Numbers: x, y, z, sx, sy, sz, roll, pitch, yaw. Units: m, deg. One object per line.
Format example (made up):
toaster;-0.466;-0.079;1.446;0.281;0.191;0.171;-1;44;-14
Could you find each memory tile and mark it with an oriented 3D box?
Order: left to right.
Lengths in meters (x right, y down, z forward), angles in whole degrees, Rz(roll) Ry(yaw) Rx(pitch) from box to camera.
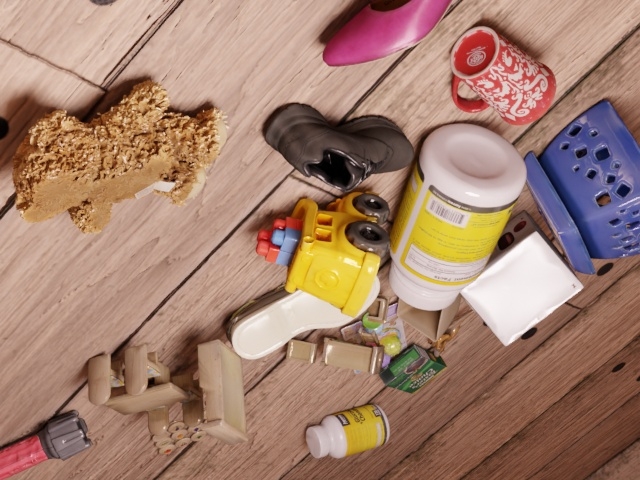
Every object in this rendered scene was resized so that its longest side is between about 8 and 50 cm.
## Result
memory tile;-0.282;0.405;2.143;0.148;0.012;0.113;-22;145;-12

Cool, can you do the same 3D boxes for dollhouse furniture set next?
dollhouse furniture set;-0.266;0.296;1.824;0.242;0.161;0.212;-16;150;16
dollhouse furniture set;0.042;0.178;2.066;0.101;0.181;0.161;18;82;-76

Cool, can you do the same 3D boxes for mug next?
mug;0.281;-0.257;1.642;0.150;0.113;0.169;-46;140;18

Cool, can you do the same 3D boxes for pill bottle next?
pill bottle;0.064;0.455;2.388;0.184;0.103;0.103;-11;141;-28
pill bottle;0.230;-0.031;1.820;0.187;0.188;0.334;-12;142;-25

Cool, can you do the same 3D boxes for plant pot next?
plant pot;0.234;0.123;2.088;0.096;0.109;0.109;-31;141;-36
plant pot;0.529;-0.086;1.946;0.212;0.236;0.236;-29;145;10

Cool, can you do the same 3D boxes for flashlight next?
flashlight;-0.576;0.411;1.851;0.304;0.103;0.103;-23;143;-8

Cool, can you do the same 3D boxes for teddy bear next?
teddy bear;-0.279;-0.118;1.417;0.338;0.113;0.245;-20;152;-28

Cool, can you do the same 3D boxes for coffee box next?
coffee box;0.217;0.302;2.346;0.113;0.040;0.184;-39;153;10

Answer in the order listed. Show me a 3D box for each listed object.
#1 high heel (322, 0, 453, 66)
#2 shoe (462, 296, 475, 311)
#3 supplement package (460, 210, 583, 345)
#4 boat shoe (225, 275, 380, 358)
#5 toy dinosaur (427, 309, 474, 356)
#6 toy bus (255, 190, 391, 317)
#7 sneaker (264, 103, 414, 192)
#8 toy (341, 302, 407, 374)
high heel;0.139;-0.393;1.402;0.377;0.127;0.181;-30;118;7
shoe;0.415;0.106;2.248;0.219;0.058;0.077;-17;144;-20
supplement package;0.390;0.071;2.023;0.194;0.149;0.203;-40;-172;11
boat shoe;-0.036;0.124;1.903;0.305;0.091;0.109;-23;109;-14
toy dinosaur;0.297;0.192;2.283;0.112;0.064;0.211;-16;156;-41
toy bus;0.000;0.000;1.720;0.211;0.220;0.149;16;126;-6
sneaker;0.047;-0.129;1.608;0.286;0.130;0.109;0;133;-39
toy;0.129;0.231;2.195;0.136;0.056;0.237;-26;146;-5
